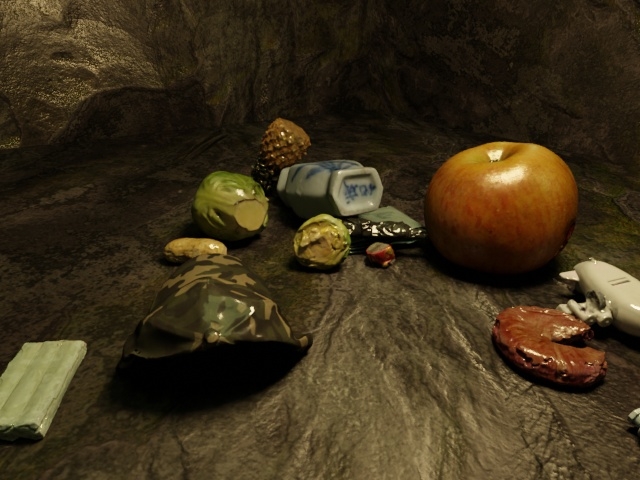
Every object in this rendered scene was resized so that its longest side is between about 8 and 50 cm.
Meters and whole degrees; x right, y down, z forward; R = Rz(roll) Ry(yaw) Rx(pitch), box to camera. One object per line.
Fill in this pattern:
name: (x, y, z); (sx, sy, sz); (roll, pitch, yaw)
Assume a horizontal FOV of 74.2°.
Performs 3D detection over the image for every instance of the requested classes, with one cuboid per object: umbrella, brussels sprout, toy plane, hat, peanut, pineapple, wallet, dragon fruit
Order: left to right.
peanut: (-0.337, 0.031, 1.129); (0.174, 0.080, 0.080); (1, 26, 7)
hat: (-0.219, 0.107, 0.856); (0.365, 0.257, 0.382); (-4, 46, -17)
brussels sprout: (-0.264, -0.101, 1.267); (0.243, 0.244, 0.244); (1, 26, -1)
pineapple: (-0.183, -0.281, 1.561); (0.169, 0.340, 0.169); (30, 30, -20)
brussels sprout: (0.002, 0.000, 1.141); (0.151, 0.149, 0.122); (13, 11, -6)
wallet: (0.148, -0.041, 1.331); (0.290, 0.054, 0.251); (-10, 23, -10)
dragon fruit: (0.161, 0.042, 1.161); (0.060, 0.056, 0.083); (-37, 25, -19)
umbrella: (0.179, -0.029, 1.189); (0.235, 0.059, 0.066); (4, 62, 5)
toy plane: (0.657, 0.127, 0.948); (0.252, 0.118, 0.252); (-9, 28, 5)

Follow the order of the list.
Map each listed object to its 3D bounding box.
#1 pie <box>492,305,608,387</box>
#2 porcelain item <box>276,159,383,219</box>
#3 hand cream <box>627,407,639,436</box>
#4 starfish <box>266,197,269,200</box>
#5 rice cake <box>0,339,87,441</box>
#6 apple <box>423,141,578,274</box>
pie: (0.457, 0.203, 0.850); (0.204, 0.054, 0.219); (2, 26, 0)
porcelain item: (0.018, -0.165, 1.369); (0.242, 0.179, 0.405); (-11, 15, -25)
hand cream: (0.536, 0.326, 0.621); (0.064, 0.043, 0.171); (-10, 33, -11)
starfish: (-0.266, -0.121, 1.464); (0.175, 0.053, 0.208); (23, 36, 35)
rice cake: (-0.490, 0.243, 0.725); (0.124, 0.038, 0.211); (0, 26, -5)
apple: (0.486, -0.101, 1.155); (0.399, 0.334, 0.400); (4, 24, -2)
